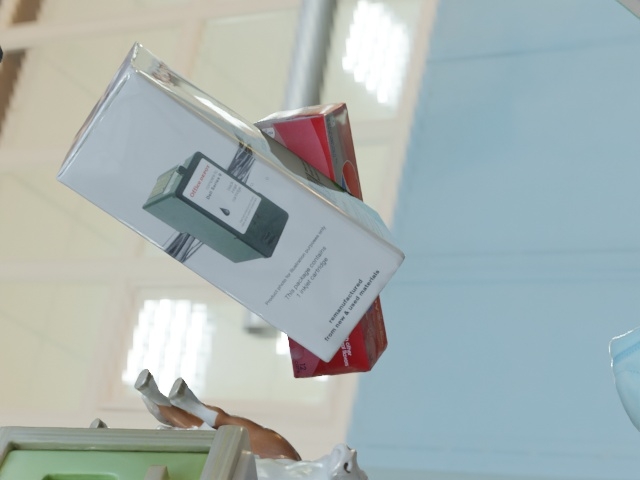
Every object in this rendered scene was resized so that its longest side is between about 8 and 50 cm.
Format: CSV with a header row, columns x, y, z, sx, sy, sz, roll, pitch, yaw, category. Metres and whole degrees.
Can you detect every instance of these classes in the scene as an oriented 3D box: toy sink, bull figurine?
x,y,z,sx,sy,sz,roll,pitch,yaw,category
-0.102,0.203,1.042,0.153,0.234,0.131,-71,-21,-56,toy sink
-0.084,0.201,1.563,0.188,0.310,0.101,37,-111,-19,bull figurine

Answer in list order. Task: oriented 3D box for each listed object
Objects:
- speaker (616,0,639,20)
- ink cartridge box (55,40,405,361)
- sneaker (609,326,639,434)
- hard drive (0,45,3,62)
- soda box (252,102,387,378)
x,y,z,sx,sy,sz,roll,pitch,yaw,category
0.349,-0.277,1.726,0.296,0.131,0.131,20,-108,-57,speaker
-0.083,-0.040,1.545,0.289,0.211,0.121,35,-83,-10,ink cartridge box
0.356,0.023,1.317,0.135,0.366,0.150,11,-137,-50,sneaker
-0.329,-0.079,0.911,0.203,0.307,0.040,-43,-50,-24,hard drive
0.000,0.000,1.721,0.092,0.083,0.263,-43,-57,-70,soda box
